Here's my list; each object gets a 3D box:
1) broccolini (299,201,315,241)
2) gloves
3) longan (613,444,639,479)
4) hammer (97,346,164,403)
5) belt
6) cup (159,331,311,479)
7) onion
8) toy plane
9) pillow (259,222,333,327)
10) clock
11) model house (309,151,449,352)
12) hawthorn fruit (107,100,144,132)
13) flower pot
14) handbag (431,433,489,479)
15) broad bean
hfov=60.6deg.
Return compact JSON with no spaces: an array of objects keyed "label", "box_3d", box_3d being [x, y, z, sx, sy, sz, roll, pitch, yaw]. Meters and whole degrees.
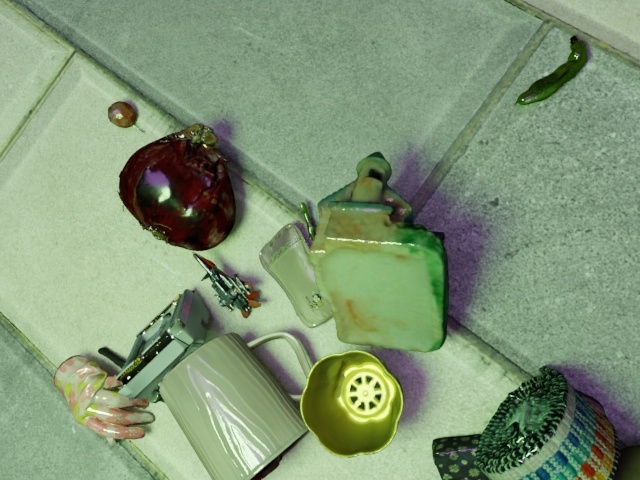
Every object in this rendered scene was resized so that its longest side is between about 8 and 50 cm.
[{"label":"broccolini","box_3d":[-0.004,0.005,1.215,0.052,0.054,0.194,-42,78,35]},{"label":"gloves","box_3d":[-0.496,0.371,1.244,0.241,0.126,0.145,32,85,24]},{"label":"longan","box_3d":[0.579,0.462,0.916,0.245,0.215,0.246,6,105,24]},{"label":"hammer","box_3d":[-0.423,0.306,1.263,0.246,0.103,0.029,23,87,29]},{"label":"belt","box_3d":[0.401,0.362,0.957,0.160,0.295,0.207,48,111,8]},{"label":"cup","box_3d":[-0.151,0.331,1.114,0.288,0.208,0.273,-46,73,13]},{"label":"onion","box_3d":[-0.307,-0.101,1.216,0.280,0.221,0.281,-1,82,4]},{"label":"toy plane","box_3d":[-0.218,0.097,1.213,0.189,0.130,0.061,38,48,-9]},{"label":"pillow","box_3d":[-0.044,0.080,1.215,0.130,0.038,0.233,-40,74,20]},{"label":"clock","box_3d":[-0.332,0.219,1.178,0.186,0.253,0.083,-43,105,4]},{"label":"model house","box_3d":[0.133,0.009,1.059,0.245,0.312,0.280,3,45,17]},{"label":"hawthorn fruit","box_3d":[-0.489,-0.304,1.383,0.066,0.067,0.103,-42,101,4]},{"label":"flower pot","box_3d":[0.075,0.312,1.080,0.195,0.179,0.195,-3,79,14]},{"label":"handbag","box_3d":[0.283,0.457,1.064,0.115,0.072,0.139,-10,83,8]},{"label":"broad bean","box_3d":[0.495,-0.345,1.149,0.061,0.046,0.195,40,87,28]}]
